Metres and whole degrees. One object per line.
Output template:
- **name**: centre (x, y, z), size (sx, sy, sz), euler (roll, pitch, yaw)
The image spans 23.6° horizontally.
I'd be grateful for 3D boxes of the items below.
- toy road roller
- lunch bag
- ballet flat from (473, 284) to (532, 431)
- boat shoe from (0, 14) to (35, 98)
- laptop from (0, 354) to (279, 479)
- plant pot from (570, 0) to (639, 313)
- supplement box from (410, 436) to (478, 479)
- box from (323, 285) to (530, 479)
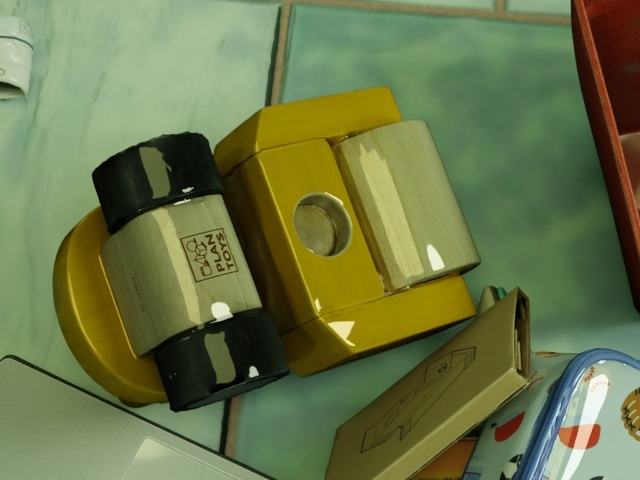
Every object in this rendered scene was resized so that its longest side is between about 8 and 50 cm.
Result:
- **toy road roller**: centre (-0.060, 0.023, 1.252), size (0.329, 0.240, 0.203), euler (-15, 80, -34)
- **lunch bag**: centre (0.237, 0.236, 1.142), size (0.303, 0.115, 0.243), euler (33, 68, -23)
- **ballet flat**: centre (0.162, 0.158, 1.255), size (0.086, 0.086, 0.248), euler (-21, 71, -6)
- **boat shoe**: centre (-0.372, -0.158, 1.381), size (0.226, 0.083, 0.076), euler (-6, 69, -1)
- **laptop**: centre (-0.201, 0.270, 1.065), size (0.382, 0.236, 0.408), euler (23, 65, 17)
- **plant pot**: centre (0.344, -0.065, 1.244), size (0.267, 0.236, 0.267), euler (-9, 70, -2)
- **supplement box**: centre (0.117, 0.270, 1.181), size (0.080, 0.078, 0.234), euler (-5, 78, 35)
- **box**: centre (0.081, 0.130, 1.185), size (0.201, 0.164, 0.021), euler (-42, 100, 19)
